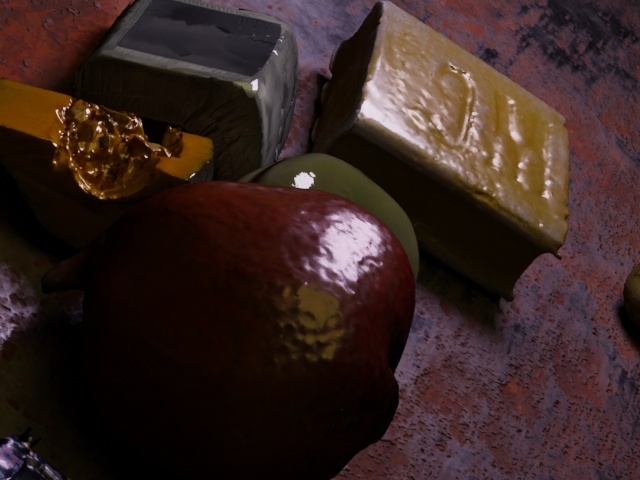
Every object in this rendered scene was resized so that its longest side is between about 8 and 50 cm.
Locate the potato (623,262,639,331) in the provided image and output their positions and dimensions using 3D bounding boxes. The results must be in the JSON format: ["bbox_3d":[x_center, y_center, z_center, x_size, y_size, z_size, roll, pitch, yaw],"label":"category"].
[{"bbox_3d":[0.515,0.106,1.899,0.200,0.081,0.164,16,33,-39],"label":"potato"}]

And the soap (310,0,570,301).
[{"bbox_3d":[0.161,-0.123,1.709,0.335,0.156,0.293,31,44,-15],"label":"soap"}]

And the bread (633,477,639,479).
[{"bbox_3d":[0.347,0.369,1.369,0.253,0.142,0.227,-2,55,-44],"label":"bread"}]

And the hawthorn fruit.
[{"bbox_3d":[-0.064,0.080,1.152,0.311,0.295,0.295,37,28,27],"label":"hawthorn fruit"}]

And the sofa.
[{"bbox_3d":[-0.150,-0.161,1.497,0.225,0.176,0.210,11,36,4],"label":"sofa"}]

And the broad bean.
[{"bbox_3d":[0.000,0.000,1.425,0.263,0.121,0.189,25,69,-41],"label":"broad bean"}]

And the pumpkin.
[{"bbox_3d":[-0.236,-0.064,1.268,0.248,0.126,0.131,20,30,-4],"label":"pumpkin"}]

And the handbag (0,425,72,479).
[{"bbox_3d":[-0.216,0.255,0.912,0.208,0.127,0.228,31,35,-7],"label":"handbag"}]
